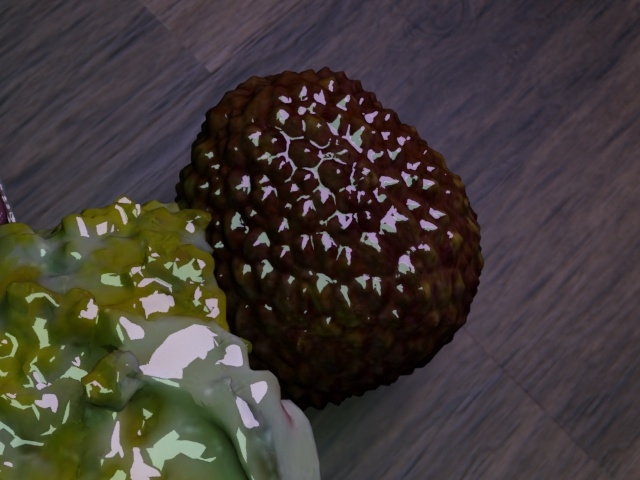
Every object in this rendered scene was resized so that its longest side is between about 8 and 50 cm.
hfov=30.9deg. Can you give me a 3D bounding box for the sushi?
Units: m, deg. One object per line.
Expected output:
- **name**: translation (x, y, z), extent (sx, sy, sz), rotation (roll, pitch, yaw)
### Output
- **sushi**: translation (-0.143, 0.181, 0.714), extent (0.240, 0.351, 0.396), rotation (-14, 76, -18)

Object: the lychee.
- **lychee**: translation (0.000, 0.000, 0.868), extent (0.236, 0.236, 0.271), rotation (-47, 127, -22)

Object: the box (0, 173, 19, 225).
- **box**: translation (-0.342, -0.067, 0.844), extent (0.193, 0.167, 0.294), rotation (-23, 80, -18)
